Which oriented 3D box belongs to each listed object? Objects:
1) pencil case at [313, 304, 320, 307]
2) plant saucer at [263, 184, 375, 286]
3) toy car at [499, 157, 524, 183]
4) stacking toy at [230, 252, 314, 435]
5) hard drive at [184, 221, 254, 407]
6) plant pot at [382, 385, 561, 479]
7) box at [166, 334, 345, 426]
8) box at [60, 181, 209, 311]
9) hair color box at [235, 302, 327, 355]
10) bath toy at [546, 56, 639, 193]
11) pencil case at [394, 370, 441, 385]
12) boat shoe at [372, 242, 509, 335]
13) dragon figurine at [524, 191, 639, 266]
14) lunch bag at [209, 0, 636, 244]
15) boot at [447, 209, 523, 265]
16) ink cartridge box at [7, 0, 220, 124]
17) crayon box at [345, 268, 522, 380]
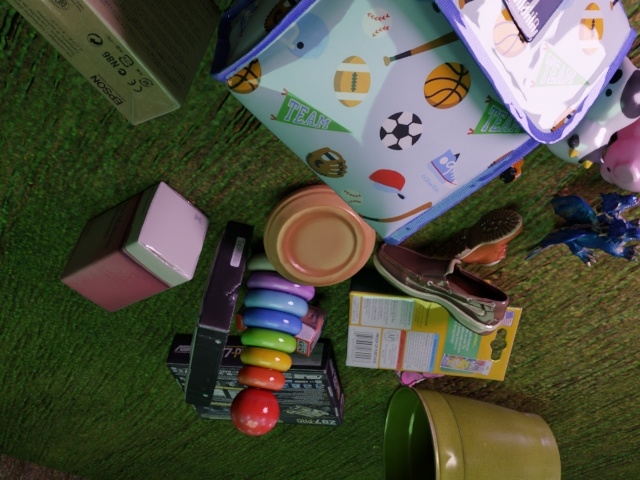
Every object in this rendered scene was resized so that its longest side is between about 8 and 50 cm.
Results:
[{"bbox_3d":[-0.068,0.184,1.422,0.152,0.070,0.064,-8,172,19],"label":"pencil case"},{"bbox_3d":[0.000,0.000,1.135,0.200,0.037,0.199,-3,119,-6],"label":"plant saucer"},{"bbox_3d":[0.298,-0.138,0.960,0.041,0.060,0.122,-17,154,-19],"label":"toy car"},{"bbox_3d":[-0.095,0.196,1.214,0.141,0.330,0.141,8,164,2],"label":"stacking toy"},{"bbox_3d":[-0.204,0.154,1.274,0.064,0.236,0.339,14,142,-5],"label":"hard drive"},{"bbox_3d":[0.378,0.545,1.606,0.353,0.366,0.366,3,143,-13],"label":"plant pot"},{"bbox_3d":[-0.150,0.361,1.638,0.395,0.097,0.318,0,139,11],"label":"box"},{"bbox_3d":[-0.341,0.016,1.195,0.232,0.148,0.127,-23,131,32],"label":"box"},{"bbox_3d":[-0.080,0.164,1.336,0.167,0.093,0.053,19,134,15],"label":"hair color box"},{"bbox_3d":[0.434,-0.129,0.885,0.348,0.129,0.151,24,139,-20],"label":"bath toy"},{"bbox_3d":[0.275,0.273,1.451,0.209,0.095,0.098,-14,106,27],"label":"pencil case"},{"bbox_3d":[0.220,0.063,1.166,0.258,0.095,0.095,29,131,8],"label":"boat shoe"},{"bbox_3d":[0.410,-0.020,1.034,0.144,0.085,0.289,22,170,-26],"label":"dragon figurine"},{"bbox_3d":[0.122,-0.229,0.736,0.386,0.238,0.328,-35,124,19],"label":"lunch bag"},{"bbox_3d":[0.306,-0.001,1.132,0.085,0.059,0.158,24,148,-23],"label":"boot"},{"bbox_3d":[-0.239,-0.287,0.759,0.088,0.193,0.234,-14,136,29],"label":"ink cartridge box"},{"bbox_3d":[0.217,0.170,1.299,0.323,0.083,0.203,5,126,5],"label":"crayon box"}]
